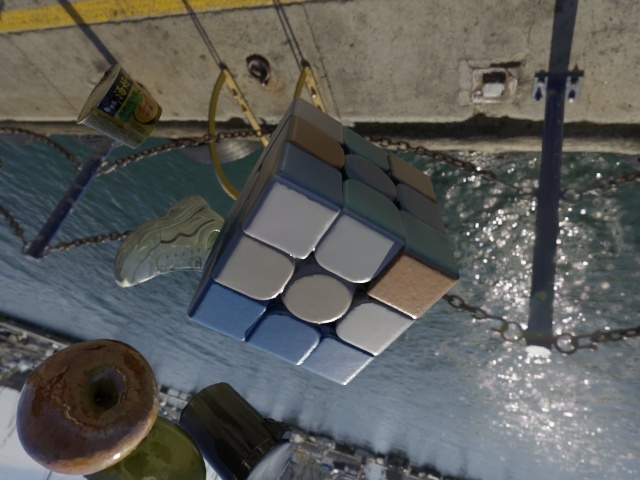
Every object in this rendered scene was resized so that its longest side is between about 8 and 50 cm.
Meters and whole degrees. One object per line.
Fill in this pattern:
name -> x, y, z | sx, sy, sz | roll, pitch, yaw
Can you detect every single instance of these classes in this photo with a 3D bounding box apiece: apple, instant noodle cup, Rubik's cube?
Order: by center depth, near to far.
apple -> -0.379, 0.271, 0.735 | 0.211, 0.211, 0.188 | 28, 139, -18
Rubik's cube -> 0.000, 0.000, 0.852 | 0.344, 0.347, 0.347 | 27, 121, -16
instant noodle cup -> -0.418, -0.277, 0.939 | 0.151, 0.152, 0.122 | -10, 147, 44
apple -> -0.407, 0.552, 1.045 | 0.278, 0.279, 0.279 | 15, 153, 8

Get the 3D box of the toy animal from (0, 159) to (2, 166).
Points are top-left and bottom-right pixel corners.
toy animal -> -0.480, -0.042, 0.498 | 0.099, 0.241, 0.057 | -19, 114, 29

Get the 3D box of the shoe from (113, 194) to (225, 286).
shoe -> -0.381, 0.026, 1.207 | 0.210, 0.342, 0.132 | 32, 143, 16

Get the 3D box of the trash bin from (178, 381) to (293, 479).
trash bin -> -0.254, 0.584, 1.318 | 0.301, 0.252, 0.203 | 29, 176, 33
